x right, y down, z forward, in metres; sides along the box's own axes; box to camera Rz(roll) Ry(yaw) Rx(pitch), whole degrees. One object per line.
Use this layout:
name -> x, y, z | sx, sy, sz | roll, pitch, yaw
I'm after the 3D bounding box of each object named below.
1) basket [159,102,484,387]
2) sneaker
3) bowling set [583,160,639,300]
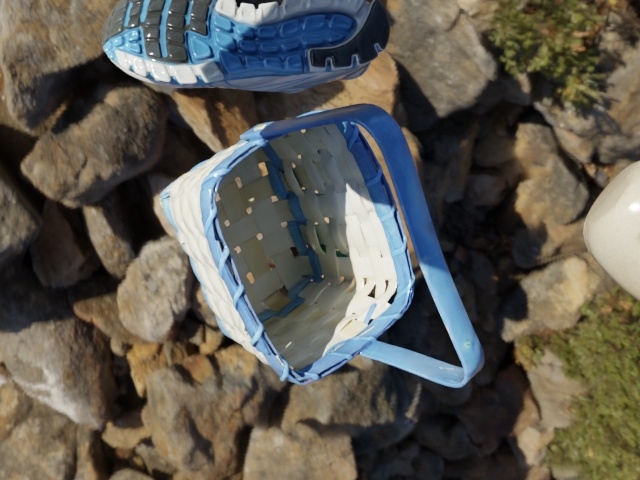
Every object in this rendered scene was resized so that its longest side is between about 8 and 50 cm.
basket -> 0.000, 0.000, 0.743 | 0.201, 0.289, 0.255 | -33, 116, -28
sneaker -> -0.051, -0.127, 0.566 | 0.190, 0.083, 0.071 | 2, 80, -1
bowling set -> 0.249, -0.081, 0.318 | 0.154, 0.200, 0.287 | 35, 128, 0
